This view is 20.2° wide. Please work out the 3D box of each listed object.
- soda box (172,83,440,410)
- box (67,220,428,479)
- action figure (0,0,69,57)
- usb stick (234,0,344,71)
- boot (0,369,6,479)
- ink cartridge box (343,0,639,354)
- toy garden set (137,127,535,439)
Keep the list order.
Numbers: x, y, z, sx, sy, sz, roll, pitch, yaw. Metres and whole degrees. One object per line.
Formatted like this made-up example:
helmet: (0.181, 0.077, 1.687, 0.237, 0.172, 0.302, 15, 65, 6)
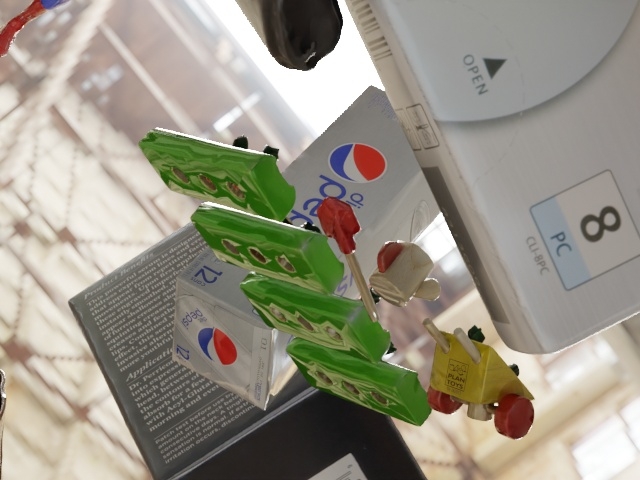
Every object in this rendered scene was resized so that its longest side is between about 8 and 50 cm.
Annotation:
soda box: (0.000, 0.000, 1.432, 0.091, 0.286, 0.098, 27, 137, 19)
box: (-0.056, 0.188, 1.787, 0.293, 0.212, 0.395, 60, 176, -30)
action figure: (-0.194, -0.232, 1.457, 0.091, 0.280, 0.139, 53, -152, -16)
usb stick: (-0.063, -0.195, 1.001, 0.278, 0.045, 0.077, 57, 172, 40)
boot: (-0.308, 0.249, 1.566, 0.264, 0.096, 0.280, -77, -9, -81)
ink cartridge box: (0.215, -0.155, 1.001, 0.308, 0.385, 0.091, 65, 173, -5)
toy garden set: (0.022, 0.024, 1.124, 0.204, 0.049, 0.244, 16, 149, 45)
